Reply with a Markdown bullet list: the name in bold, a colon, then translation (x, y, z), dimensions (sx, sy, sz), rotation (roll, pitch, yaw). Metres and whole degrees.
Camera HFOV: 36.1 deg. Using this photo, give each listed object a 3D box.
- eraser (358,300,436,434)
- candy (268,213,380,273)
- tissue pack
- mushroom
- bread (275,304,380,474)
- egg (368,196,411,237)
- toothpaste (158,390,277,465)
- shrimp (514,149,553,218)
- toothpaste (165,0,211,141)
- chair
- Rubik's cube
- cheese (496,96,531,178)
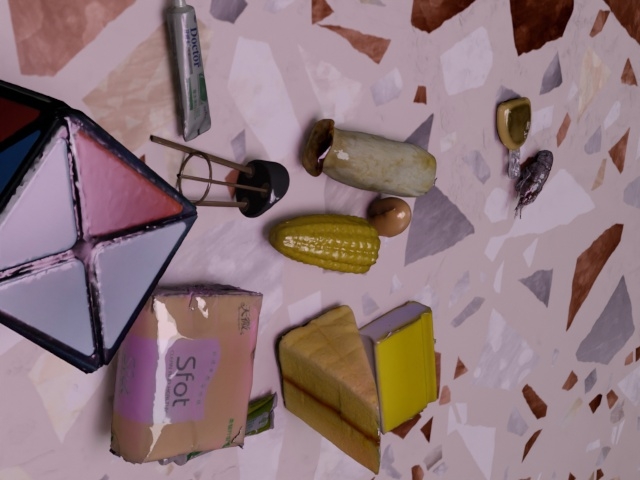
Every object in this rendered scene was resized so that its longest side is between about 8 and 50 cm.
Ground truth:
- **eraser**: translation (0.151, 0.242, 1.886), dimensions (0.158, 0.069, 0.226), rotation (-25, 122, -32)
- **candy**: translation (0.000, 0.000, 1.629), dimensions (0.199, 0.106, 0.094), rotation (7, 119, -40)
- **tissue pack**: translation (-0.207, 0.194, 1.494), dimensions (0.215, 0.123, 0.256), rotation (0, 98, -41)
- **mushroom**: translation (0.090, -0.133, 1.677), dimensions (0.312, 0.081, 0.100), rotation (10, 105, -46)
- **bread**: translation (0.065, 0.251, 1.674), dimensions (0.163, 0.264, 0.167), rotation (-24, 127, -33)
- **egg**: translation (0.126, -0.043, 1.743), dimensions (0.071, 0.083, 0.071), rotation (13, 71, -41)
- **toothpaste**: translation (-0.166, 0.322, 1.637), dimensions (0.248, 0.047, 0.078), rotation (-16, 121, -41)
- **shrimp**: translation (0.433, -0.117, 2.022), dimensions (0.057, 0.065, 0.165), rotation (36, 84, -12)
- **toothpaste**: translation (-0.188, -0.249, 1.397), dimensions (0.064, 0.041, 0.218), rotation (-40, 134, -46)
- **chair**: translation (-0.156, -0.083, 1.462), dimensions (0.222, 0.104, 0.095), rotation (4, 128, -40)
- **Rubik's cube**: translation (-0.342, -0.022, 1.192), dimensions (0.250, 0.246, 0.248), rotation (42, 77, -44)
- **cheese**: translation (0.385, -0.201, 1.959), dimensions (0.086, 0.036, 0.162), rotation (-22, 119, -35)
